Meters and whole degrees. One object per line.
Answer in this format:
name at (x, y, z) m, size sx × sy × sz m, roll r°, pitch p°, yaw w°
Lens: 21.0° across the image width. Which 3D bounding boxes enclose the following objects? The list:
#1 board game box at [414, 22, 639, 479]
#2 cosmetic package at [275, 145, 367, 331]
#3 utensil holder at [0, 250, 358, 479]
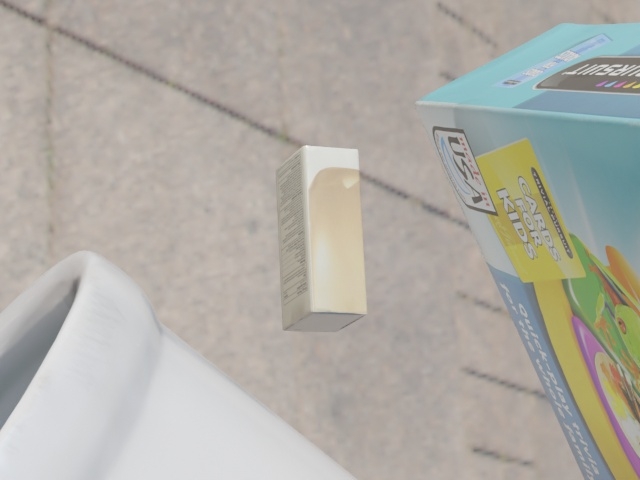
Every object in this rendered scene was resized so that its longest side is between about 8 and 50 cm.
board game box at (0.159, 0.056, 0.562) m, size 0.254 × 0.079 × 0.336 m, roll 64°, pitch -9°, yaw -11°
cosmetic package at (0.000, 0.000, 1.151) m, size 0.041 × 0.060 × 0.115 m, roll 3°, pitch 75°, yaw -21°
utensil holder at (-0.051, 0.249, 0.717) m, size 0.385 × 0.327 × 0.327 m, roll 41°, pitch 41°, yaw -12°
